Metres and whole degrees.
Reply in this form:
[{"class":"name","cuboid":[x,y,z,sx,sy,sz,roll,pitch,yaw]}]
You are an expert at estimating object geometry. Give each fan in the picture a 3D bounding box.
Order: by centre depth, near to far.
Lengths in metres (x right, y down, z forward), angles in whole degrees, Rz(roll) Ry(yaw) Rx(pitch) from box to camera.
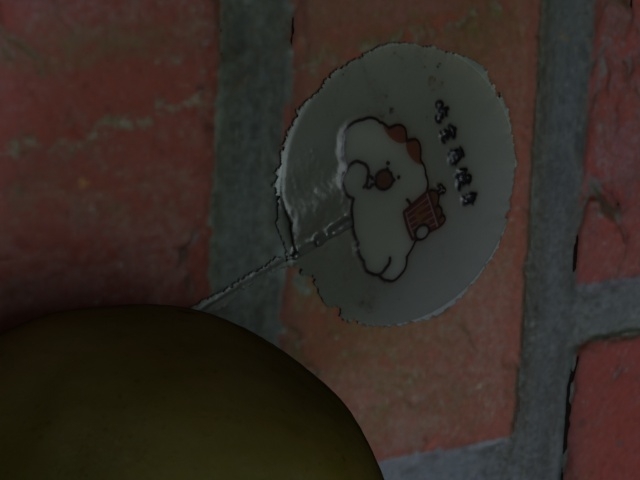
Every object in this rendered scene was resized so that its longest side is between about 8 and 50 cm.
[{"class":"fan","cuboid":[0.000,0.000,0.777,0.329,0.009,0.190,-30,116,-21]}]

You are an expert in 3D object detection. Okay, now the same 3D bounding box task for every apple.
[{"class":"apple","cuboid":[-0.096,0.158,0.627,0.262,0.262,0.262,-8,105,-29]}]
